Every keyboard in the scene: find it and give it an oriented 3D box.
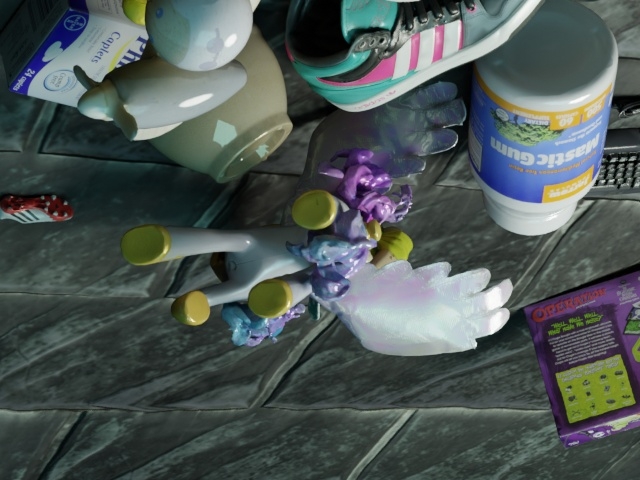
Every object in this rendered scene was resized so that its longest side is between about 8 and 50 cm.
[{"bbox_3d":[0.390,-0.112,2.196,0.317,0.033,0.201,-6,145,-19],"label":"keyboard"}]

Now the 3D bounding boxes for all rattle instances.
[{"bbox_3d":[0.008,0.013,2.184,0.142,0.130,0.199,31,163,-21],"label":"rattle"}]

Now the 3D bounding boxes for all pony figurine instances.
[{"bbox_3d":[0.000,0.000,1.939,0.351,0.303,0.363,-12,180,16],"label":"pony figurine"}]

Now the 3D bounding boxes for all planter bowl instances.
[{"bbox_3d":[-0.096,-0.127,1.817,0.162,0.109,0.162,-37,171,-7],"label":"planter bowl"}]

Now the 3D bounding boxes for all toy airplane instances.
[{"bbox_3d":[-0.083,-0.244,1.512,0.384,0.272,0.386,-19,140,15],"label":"toy airplane"}]

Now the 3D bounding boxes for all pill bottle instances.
[{"bbox_3d":[0.239,-0.126,1.991,0.152,0.152,0.272,-13,145,-6],"label":"pill bottle"}]

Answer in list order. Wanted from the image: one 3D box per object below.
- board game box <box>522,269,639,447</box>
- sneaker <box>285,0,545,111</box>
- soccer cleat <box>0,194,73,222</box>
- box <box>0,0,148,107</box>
[{"bbox_3d":[0.460,0.130,2.401,0.346,0.208,0.056,-18,150,10],"label":"board game box"},{"bbox_3d":[0.080,-0.241,1.788,0.295,0.124,0.178,-32,154,23],"label":"sneaker"},{"bbox_3d":[-0.314,-0.032,1.994,0.083,0.029,0.035,3,151,-24],"label":"soccer cleat"},{"bbox_3d":[-0.220,-0.195,1.754,0.137,0.072,0.126,11,138,-37],"label":"box"}]
